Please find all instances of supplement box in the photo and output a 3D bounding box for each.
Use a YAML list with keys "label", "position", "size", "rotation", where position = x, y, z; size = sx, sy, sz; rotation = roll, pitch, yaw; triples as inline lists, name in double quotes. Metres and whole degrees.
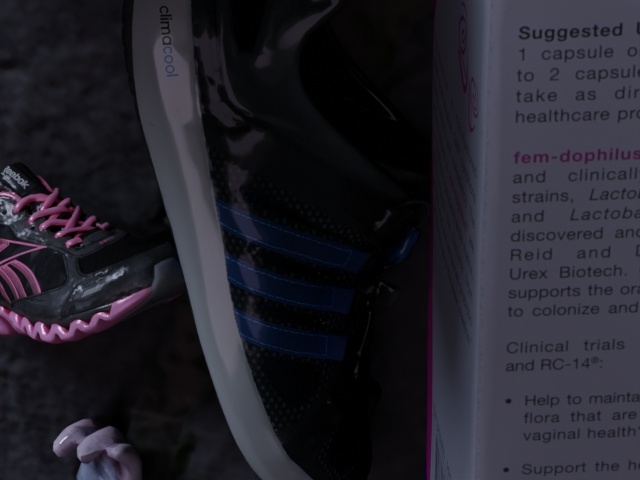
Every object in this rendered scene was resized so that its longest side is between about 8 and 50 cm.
- label: "supplement box"
  position: [0.089, 0.005, 0.537]
  size: [0.114, 0.111, 0.220]
  rotation: [-3, 119, -2]

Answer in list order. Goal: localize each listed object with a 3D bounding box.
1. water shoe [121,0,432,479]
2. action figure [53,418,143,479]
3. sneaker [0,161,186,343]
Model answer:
- label: "water shoe"
  position: [0.000, 0.000, 0.602]
  size: [0.080, 0.073, 0.203]
  rotation: [-10, 117, 13]
- label: "action figure"
  position: [-0.176, 0.202, 0.666]
  size: [0.370, 0.248, 0.276]
  rotation: [37, 123, -1]
- label: "sneaker"
  position: [-0.091, 0.002, 0.634]
  size: [0.119, 0.047, 0.057]
  rotation: [-3, 103, 45]
